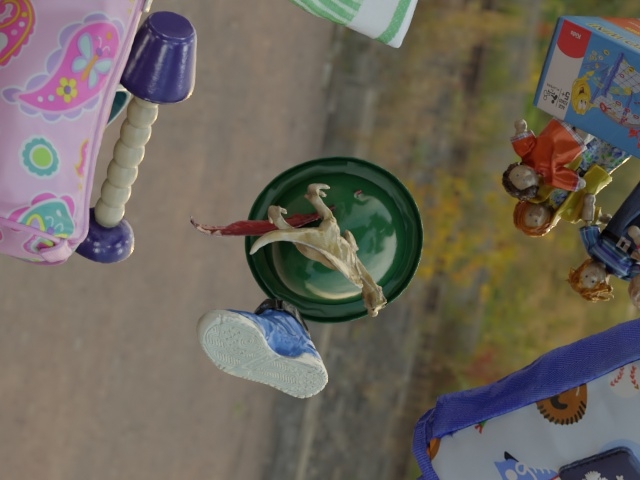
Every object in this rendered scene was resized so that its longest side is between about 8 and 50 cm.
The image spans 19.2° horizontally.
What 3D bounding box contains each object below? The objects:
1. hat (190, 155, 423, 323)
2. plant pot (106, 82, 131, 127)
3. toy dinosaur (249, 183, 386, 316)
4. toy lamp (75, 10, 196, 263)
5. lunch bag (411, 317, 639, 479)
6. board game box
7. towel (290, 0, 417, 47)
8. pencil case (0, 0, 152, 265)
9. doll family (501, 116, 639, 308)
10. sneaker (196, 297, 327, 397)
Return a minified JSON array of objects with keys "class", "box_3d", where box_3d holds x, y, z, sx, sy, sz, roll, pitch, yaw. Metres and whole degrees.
[{"class":"hat","box_3d":[0.001,0.017,1.846,0.183,0.208,0.173,-91,165,-80]},{"class":"plant pot","box_3d":[-0.377,-0.178,1.935,0.271,0.255,0.271,-35,177,-2]},{"class":"toy dinosaur","box_3d":[0.000,0.000,1.489,0.053,0.093,0.183,-42,142,13]},{"class":"toy lamp","box_3d":[-0.178,-0.099,1.829,0.080,0.080,0.275,-67,178,-51]},{"class":"lunch bag","box_3d":[0.309,0.184,1.492,0.385,0.328,0.239,31,49,-34]},{"class":"board game box","box_3d":[0.400,-0.104,1.669,0.302,0.308,0.086,-5,118,-45]},{"class":"towel","box_3d":[-0.023,-0.296,1.237,0.325,0.038,0.248,28,81,-38]},{"class":"pencil case","box_3d":[-0.192,-0.127,1.363,0.124,0.124,0.284,71,33,-73]},{"class":"doll family","box_3d":[0.296,-0.027,1.950,0.163,0.263,0.118,-48,171,2]},{"class":"sneaker","box_3d":[-0.062,0.086,1.771,0.058,0.152,0.085,-48,-142,22]}]
